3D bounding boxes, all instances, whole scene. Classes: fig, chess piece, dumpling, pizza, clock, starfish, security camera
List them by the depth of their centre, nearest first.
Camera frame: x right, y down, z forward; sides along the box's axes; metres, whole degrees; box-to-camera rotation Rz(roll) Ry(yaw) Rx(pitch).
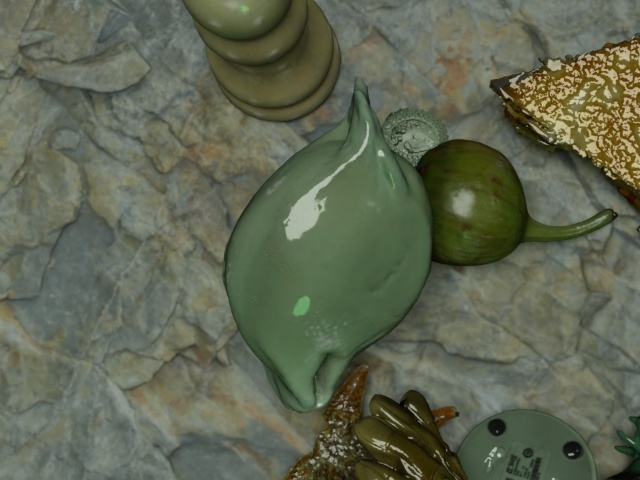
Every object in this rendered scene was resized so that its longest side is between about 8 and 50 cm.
[{"bbox_3d":[0.012,0.020,1.050,0.212,0.270,0.320,45,98,7],"label":"dumpling"},{"bbox_3d":[0.205,0.335,1.067,0.157,0.080,0.301,12,71,25],"label":"security camera"},{"bbox_3d":[-0.075,-0.247,1.087,0.167,0.300,0.167,-1,82,8],"label":"chess piece"},{"bbox_3d":[0.040,0.267,1.116,0.138,0.050,0.247,29,92,11],"label":"starfish"},{"bbox_3d":[0.218,-0.030,1.120,0.245,0.149,0.149,13,82,-11],"label":"fig"},{"bbox_3d":[0.357,-0.114,1.123,0.288,0.074,0.251,-13,78,6],"label":"pizza"},{"bbox_3d":[0.114,-0.125,1.188,0.083,0.010,0.074,10,82,8],"label":"clock"}]

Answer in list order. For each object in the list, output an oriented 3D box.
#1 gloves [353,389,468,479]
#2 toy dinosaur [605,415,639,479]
[{"bbox_3d":[0.097,0.316,0.986,0.141,0.154,0.331,3,73,12],"label":"gloves"},{"bbox_3d":[0.378,0.310,1.014,0.120,0.079,0.292,-16,51,3],"label":"toy dinosaur"}]
